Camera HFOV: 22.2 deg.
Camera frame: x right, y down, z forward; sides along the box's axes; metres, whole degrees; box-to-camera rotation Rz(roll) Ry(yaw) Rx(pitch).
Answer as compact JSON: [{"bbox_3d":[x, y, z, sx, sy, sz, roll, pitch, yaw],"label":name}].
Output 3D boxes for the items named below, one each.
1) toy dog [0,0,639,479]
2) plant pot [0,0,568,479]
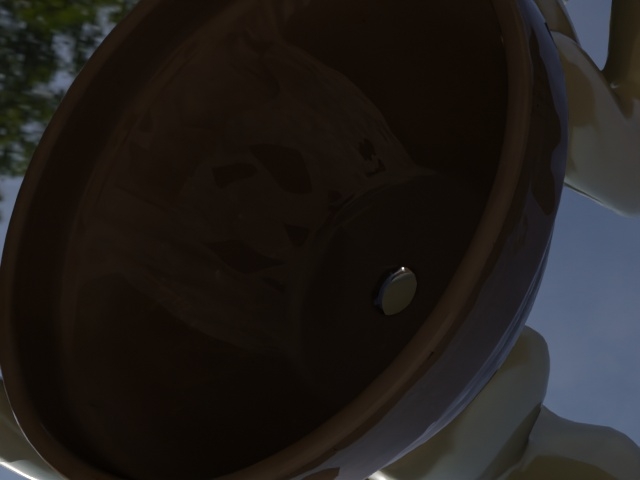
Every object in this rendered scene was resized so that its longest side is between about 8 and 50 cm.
[{"bbox_3d":[-0.004,-0.084,0.802,0.284,0.396,0.407,-127,-141,-59],"label":"toy dog"},{"bbox_3d":[0.000,0.000,0.605,0.237,0.110,0.237,-20,-125,31],"label":"plant pot"}]
